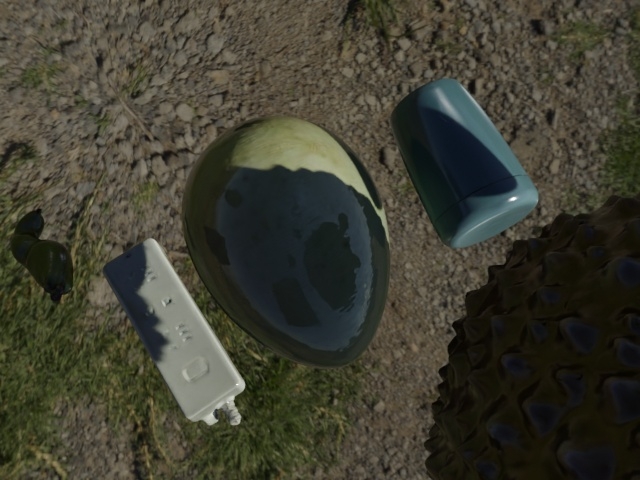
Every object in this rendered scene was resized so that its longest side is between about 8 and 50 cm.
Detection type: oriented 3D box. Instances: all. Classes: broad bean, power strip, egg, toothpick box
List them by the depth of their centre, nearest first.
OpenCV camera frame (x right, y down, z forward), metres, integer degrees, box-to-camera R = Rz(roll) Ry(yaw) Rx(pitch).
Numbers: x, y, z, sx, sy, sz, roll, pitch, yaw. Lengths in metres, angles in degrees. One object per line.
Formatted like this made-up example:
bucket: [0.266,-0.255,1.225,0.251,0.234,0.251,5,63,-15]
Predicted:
egg: [-0.029,0.007,0.688,0.219,0.218,0.295,-24,94,-11]
toothpick box: [0.160,-0.094,0.726,0.120,0.120,0.184,-20,72,-13]
broad bean: [-0.379,0.023,0.847,0.070,0.213,0.048,-51,138,3]
power strip: [-0.221,0.140,0.946,0.098,0.058,0.338,-33,71,-11]

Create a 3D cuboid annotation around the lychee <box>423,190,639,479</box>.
lychee: [0.253,0.147,0.390,0.381,0.432,0.380,8,111,21]
